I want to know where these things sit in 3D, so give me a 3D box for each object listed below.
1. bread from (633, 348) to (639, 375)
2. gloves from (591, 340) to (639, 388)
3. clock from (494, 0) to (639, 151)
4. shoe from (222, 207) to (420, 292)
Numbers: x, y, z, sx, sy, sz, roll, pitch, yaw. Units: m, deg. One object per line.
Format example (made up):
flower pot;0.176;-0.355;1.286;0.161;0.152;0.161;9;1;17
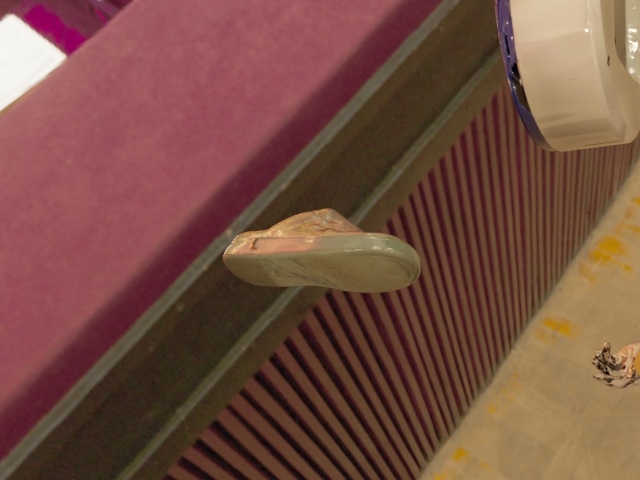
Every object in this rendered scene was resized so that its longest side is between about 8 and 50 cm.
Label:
bread;0.515;0.118;0.764;0.236;0.198;0.263;44;98;24
gloves;0.749;0.310;1.766;0.212;0.111;0.127;-23;36;-20
clock;0.225;-0.195;0.618;0.083;0.230;0.230;-4;55;36
shoe;0.000;0.000;0.659;0.195;0.079;0.078;-5;56;31
